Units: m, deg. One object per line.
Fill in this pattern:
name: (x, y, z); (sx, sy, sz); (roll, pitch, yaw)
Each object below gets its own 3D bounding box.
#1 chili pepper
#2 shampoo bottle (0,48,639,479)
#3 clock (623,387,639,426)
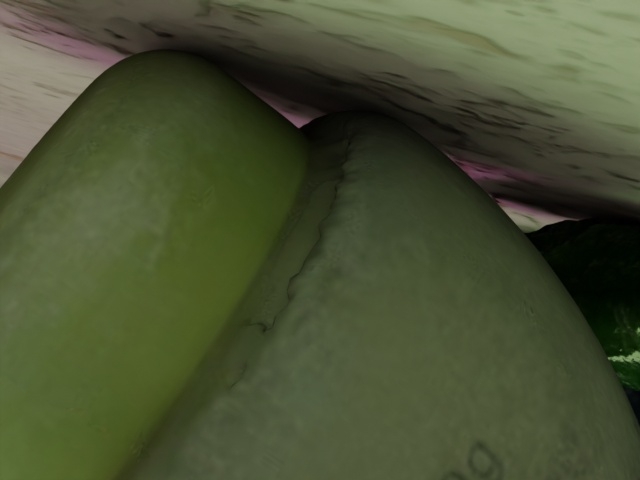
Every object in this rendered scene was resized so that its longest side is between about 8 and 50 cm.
chili pepper: (0.153, 0.038, 0.738); (0.270, 0.099, 0.136); (9, -175, 33)
shampoo bottle: (-0.032, 0.100, 0.609); (0.317, 0.322, 0.322); (37, 172, -11)
clock: (0.230, 0.123, 0.843); (0.243, 0.200, 0.146); (-16, -171, -24)
